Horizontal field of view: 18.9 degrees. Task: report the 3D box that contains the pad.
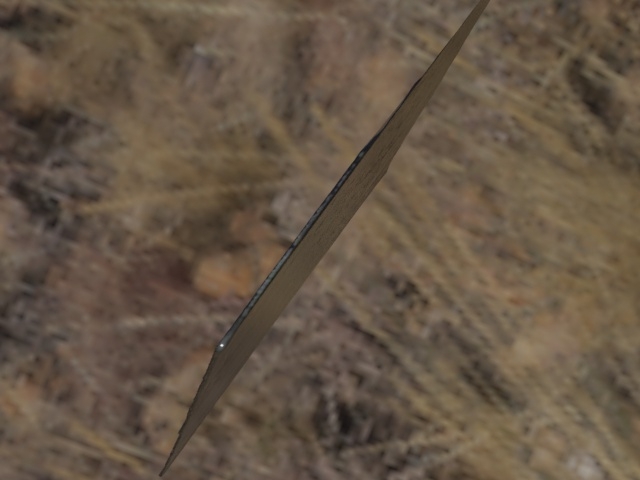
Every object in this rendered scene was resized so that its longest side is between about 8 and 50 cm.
[{"bbox_3d":[0.000,0.000,0.999,0.247,0.007,0.367,-54,-2,-18],"label":"pad"}]
